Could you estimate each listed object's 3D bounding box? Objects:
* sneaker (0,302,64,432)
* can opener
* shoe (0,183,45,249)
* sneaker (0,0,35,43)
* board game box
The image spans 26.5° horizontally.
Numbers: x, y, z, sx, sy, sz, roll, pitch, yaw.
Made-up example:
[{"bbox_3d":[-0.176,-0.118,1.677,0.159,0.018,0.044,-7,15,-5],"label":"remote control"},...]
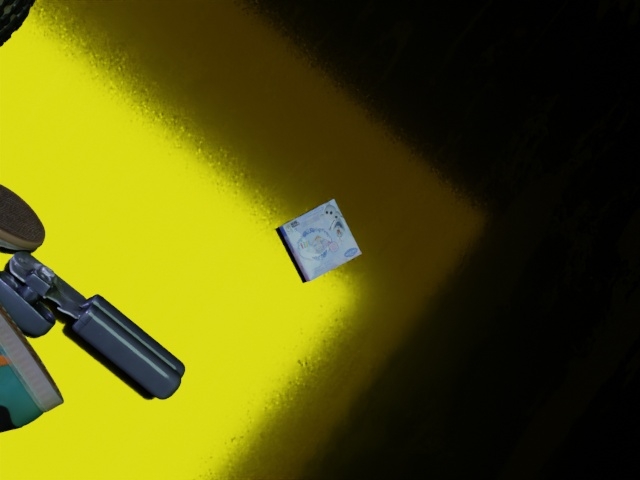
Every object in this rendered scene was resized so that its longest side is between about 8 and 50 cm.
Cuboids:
[{"bbox_3d":[-0.449,0.122,1.709,0.121,0.108,0.302,-33,113,-7],"label":"sneaker"},{"bbox_3d":[-0.315,0.123,1.814,0.283,0.076,0.095,41,105,-10],"label":"can opener"},{"bbox_3d":[-0.465,-0.047,1.785,0.219,0.058,0.076,31,44,-17],"label":"shoe"},{"bbox_3d":[-0.519,-0.304,1.755,0.182,0.158,0.410,40,69,3],"label":"sneaker"},{"bbox_3d":[0.000,0.000,1.948,0.090,0.020,0.090,-28,92,-20],"label":"board game box"}]
